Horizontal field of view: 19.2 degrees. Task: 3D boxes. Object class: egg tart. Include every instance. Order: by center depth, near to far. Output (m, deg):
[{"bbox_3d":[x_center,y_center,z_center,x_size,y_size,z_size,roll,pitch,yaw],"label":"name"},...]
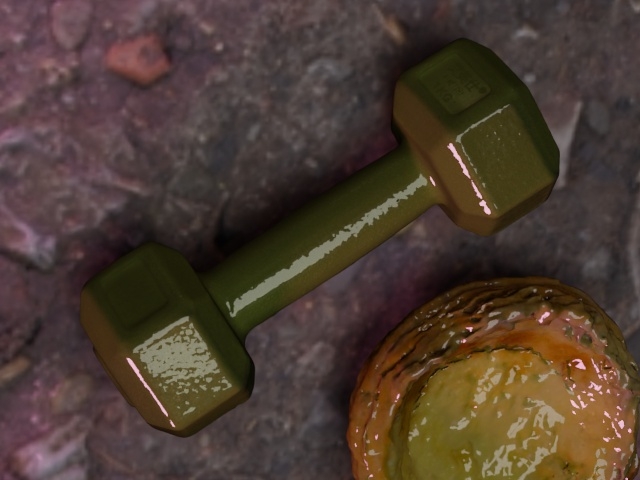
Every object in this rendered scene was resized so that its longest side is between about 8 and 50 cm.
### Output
[{"bbox_3d":[0.109,0.117,1.227,0.213,0.090,0.212,-4,109,-13],"label":"egg tart"}]

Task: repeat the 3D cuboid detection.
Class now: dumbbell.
[{"bbox_3d":[0.000,0.000,1.148,0.302,0.121,0.108,-33,141,-4],"label":"dumbbell"}]
